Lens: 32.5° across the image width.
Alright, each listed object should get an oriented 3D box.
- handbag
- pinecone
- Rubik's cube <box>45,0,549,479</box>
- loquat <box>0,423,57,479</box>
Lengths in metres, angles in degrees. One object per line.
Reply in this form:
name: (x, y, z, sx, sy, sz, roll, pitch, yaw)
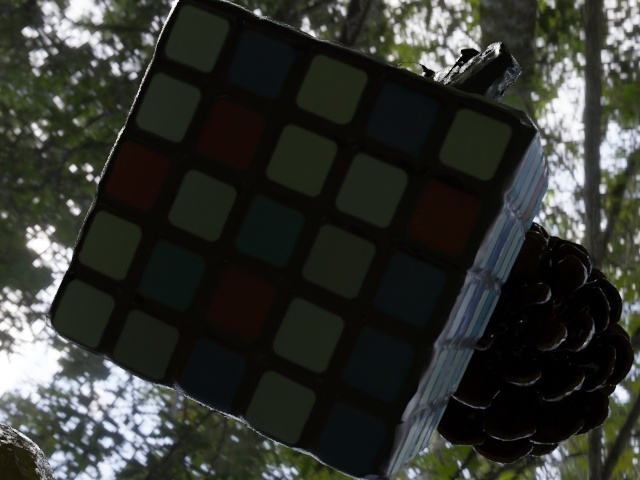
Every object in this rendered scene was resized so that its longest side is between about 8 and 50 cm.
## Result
handbag: (0.046, -0.065, 0.801, 0.089, 0.270, 0.175, 40, -96, -13)
pinecone: (0.148, 0.071, 0.892, 0.208, 0.207, 0.207, -7, -119, 13)
Rubik's cube: (0.000, 0.000, 0.572, 0.182, 0.187, 0.184, 25, -89, 13)
loquat: (-0.335, 0.285, 0.889, 0.284, 0.276, 0.276, -22, -123, -15)
